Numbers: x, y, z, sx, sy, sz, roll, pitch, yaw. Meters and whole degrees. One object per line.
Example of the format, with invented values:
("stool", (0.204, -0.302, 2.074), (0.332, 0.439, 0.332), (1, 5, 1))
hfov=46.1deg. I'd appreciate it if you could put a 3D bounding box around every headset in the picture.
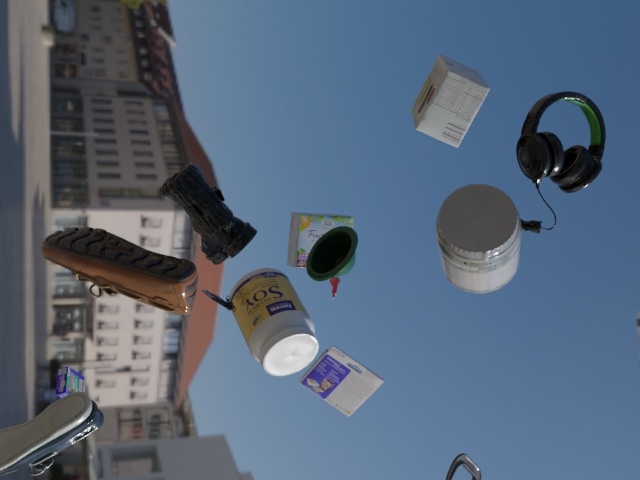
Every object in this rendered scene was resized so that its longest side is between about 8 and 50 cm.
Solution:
("headset", (0.635, -0.212, 2.079), (0.185, 0.243, 0.395), (-167, -86, -70))

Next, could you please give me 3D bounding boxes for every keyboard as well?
("keyboard", (-0.325, 0.186, 2.449), (0.038, 0.100, 0.192), (-57, -161, -6))

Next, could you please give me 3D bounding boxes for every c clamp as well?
("c clamp", (0.308, 0.546, 1.648), (0.022, 0.137, 0.161), (15, -32, 47))

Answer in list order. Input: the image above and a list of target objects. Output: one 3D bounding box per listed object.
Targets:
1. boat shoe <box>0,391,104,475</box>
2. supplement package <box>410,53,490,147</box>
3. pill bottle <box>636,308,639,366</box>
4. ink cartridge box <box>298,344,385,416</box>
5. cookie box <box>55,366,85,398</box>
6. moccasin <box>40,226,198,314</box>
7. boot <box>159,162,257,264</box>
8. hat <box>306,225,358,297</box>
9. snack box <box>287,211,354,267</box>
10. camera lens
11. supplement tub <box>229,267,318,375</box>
("boat shoe", (-0.511, 0.362, 1.344), (0.095, 0.254, 0.079), (46, -16, 46))
("supplement package", (0.391, -0.431, 2.311), (0.194, 0.149, 0.203), (-90, -157, -63))
("pill bottle", (0.775, 0.240, 1.550), (0.224, 0.223, 0.393), (160, -70, -69))
("ink cartridge box", (0.071, 0.441, 2.402), (0.208, 0.206, 0.045), (-51, -173, 31))
("cookie box", (-0.806, 0.470, 2.430), (0.107, 0.040, 0.092), (61, 18, -56))
("moccasin", (-0.454, 0.071, 1.693), (0.139, 0.379, 0.147), (-63, 166, -60))
("boot", (-0.316, -0.073, 2.018), (0.131, 0.260, 0.348), (-51, -169, -19))
("hat", (0.077, 0.078, 2.049), (0.173, 0.183, 0.208), (-51, -149, -4))
("snack box", (0.000, 0.000, 2.449), (0.070, 0.207, 0.175), (15, -79, 57))
("camera lens", (0.421, 0.001, 2.007), (0.274, 0.219, 0.220), (65, 12, -61))
("supplement tub", (-0.163, 0.284, 2.636), (0.331, 0.240, 0.241), (57, -37, 43))
